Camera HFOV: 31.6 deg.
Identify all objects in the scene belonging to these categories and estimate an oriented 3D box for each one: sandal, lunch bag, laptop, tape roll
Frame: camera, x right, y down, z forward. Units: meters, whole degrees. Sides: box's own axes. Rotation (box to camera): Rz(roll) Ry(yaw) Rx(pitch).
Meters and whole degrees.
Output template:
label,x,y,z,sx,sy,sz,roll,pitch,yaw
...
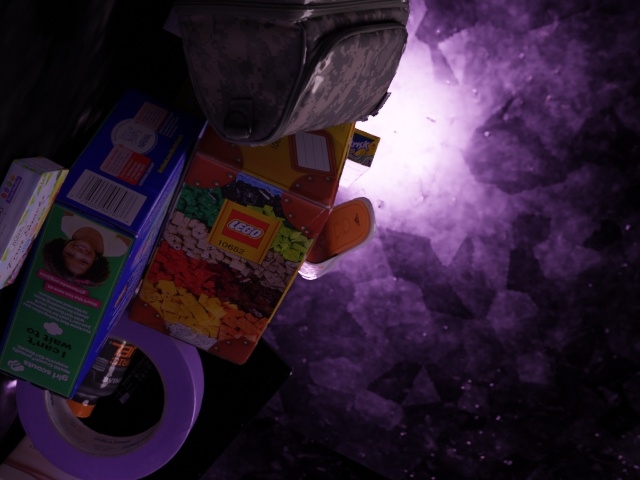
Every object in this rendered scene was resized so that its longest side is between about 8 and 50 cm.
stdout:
label,x,y,z,sx,sy,sz,roll,pitch,yaw
sandal,-0.002,-0.011,1.820,0.265,0.076,0.102,-35,-118,59
lunch bag,-0.025,-0.256,1.383,0.305,0.212,0.256,-25,121,-58
laptop,-0.264,0.217,2.052,0.382,0.408,0.236,-50,164,15
tape roll,-0.320,0.227,1.736,0.275,0.274,0.090,-63,180,9

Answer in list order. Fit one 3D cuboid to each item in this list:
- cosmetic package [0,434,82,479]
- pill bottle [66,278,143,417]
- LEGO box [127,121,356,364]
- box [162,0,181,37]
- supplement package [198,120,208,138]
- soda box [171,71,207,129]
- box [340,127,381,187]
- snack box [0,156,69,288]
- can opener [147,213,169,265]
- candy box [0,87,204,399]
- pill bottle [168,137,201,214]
label,x,y,z,sx,sy,sz,roll,pitch,yaw
cosmetic package,-0.510,0.444,2.106,0.296,0.153,0.129,-70,-175,-71
pill bottle,-0.376,0.172,1.903,0.246,0.130,0.130,-63,-179,4
LEGO box,-0.087,-0.126,1.714,0.500,0.193,0.372,-74,-170,-46
box,-0.145,-0.366,1.534,0.186,0.038,0.145,-62,-179,13
supplement package,-0.140,-0.246,2.217,0.293,0.177,0.175,-63,-179,33
soda box,-0.193,-0.262,1.890,0.181,0.058,0.061,-62,-179,-1
box,0.044,-0.132,1.799,0.169,0.059,0.054,146,-36,-77
snack box,-0.318,-0.017,1.173,0.141,0.037,0.100,-63,180,7
can opener,-0.289,-0.059,2.374,0.074,0.093,0.280,24,99,-53
candy box,-0.286,0.005,1.467,0.268,0.122,0.317,-70,-175,-52
pill bottle,-0.152,-0.115,2.055,0.264,0.146,0.146,-6,137,-38
